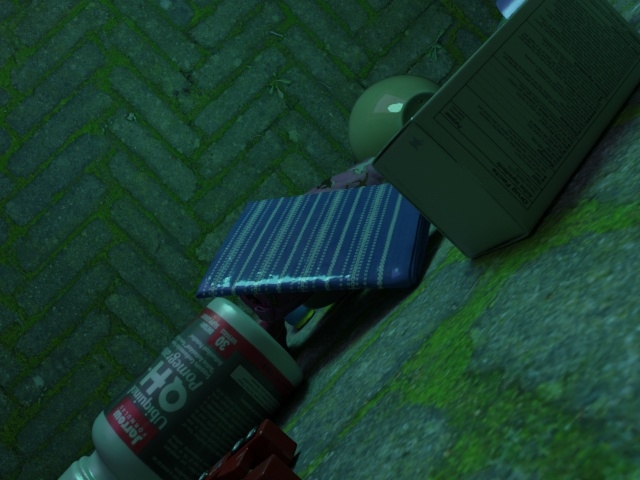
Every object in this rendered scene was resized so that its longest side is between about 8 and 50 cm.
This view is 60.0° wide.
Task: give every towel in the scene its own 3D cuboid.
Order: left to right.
[{"bbox_3d":[0.000,0.000,0.848,0.336,0.040,0.243,-5,36,22],"label":"towel"}]

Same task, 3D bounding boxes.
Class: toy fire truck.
[{"bbox_3d":[-0.078,0.241,0.519,0.192,0.047,0.135,-45,4,21],"label":"toy fire truck"}]

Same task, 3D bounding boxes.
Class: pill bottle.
[{"bbox_3d":[-0.188,0.246,0.750,0.318,0.176,0.176,-47,3,-18],"label":"pill bottle"}]

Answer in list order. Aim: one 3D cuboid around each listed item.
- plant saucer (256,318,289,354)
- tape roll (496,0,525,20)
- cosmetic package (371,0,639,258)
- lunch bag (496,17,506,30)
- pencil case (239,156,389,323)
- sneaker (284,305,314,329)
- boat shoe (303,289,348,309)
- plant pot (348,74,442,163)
[{"bbox_3d":[-0.173,0.277,1.051,0.332,0.084,0.332,-46,2,2],"label":"plant saucer"},{"bbox_3d":[0.389,-0.365,0.925,0.080,0.189,0.189,-43,4,35],"label":"tape roll"},{"bbox_3d":[0.220,-0.147,0.615,0.309,0.160,0.113,-46,1,-22],"label":"cosmetic package"},{"bbox_3d":[0.394,-0.349,1.214,0.293,0.138,0.221,-55,10,33],"label":"lunch bag"},{"bbox_3d":[0.003,-0.007,1.027,0.386,0.160,0.167,-33,24,-24],"label":"pencil case"},{"bbox_3d":[-0.063,0.151,1.296,0.069,0.082,0.209,-48,1,-3],"label":"sneaker"},{"bbox_3d":[0.042,0.065,1.135,0.227,0.079,0.081,-42,-8,-24],"label":"boat shoe"},{"bbox_3d":[0.226,-0.280,1.359,0.284,0.284,0.191,-46,9,-5],"label":"plant pot"}]
